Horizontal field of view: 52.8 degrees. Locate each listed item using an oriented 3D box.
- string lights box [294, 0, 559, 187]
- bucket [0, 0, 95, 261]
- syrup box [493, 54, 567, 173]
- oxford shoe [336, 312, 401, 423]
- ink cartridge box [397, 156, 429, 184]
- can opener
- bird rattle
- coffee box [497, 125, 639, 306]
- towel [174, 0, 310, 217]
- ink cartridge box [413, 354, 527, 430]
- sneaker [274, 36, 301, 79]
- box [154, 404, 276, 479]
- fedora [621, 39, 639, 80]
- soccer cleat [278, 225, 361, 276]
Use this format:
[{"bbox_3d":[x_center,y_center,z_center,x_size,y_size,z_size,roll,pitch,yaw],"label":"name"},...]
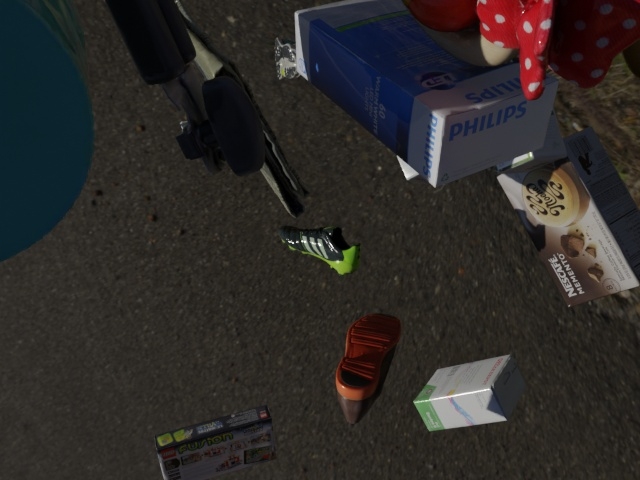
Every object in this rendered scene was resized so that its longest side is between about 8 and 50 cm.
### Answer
[{"bbox_3d":[0.093,-0.168,0.653,0.259,0.134,0.076,50,151,41],"label":"string lights box"},{"bbox_3d":[-0.305,-0.118,0.483,0.281,0.183,0.281,-13,128,-17],"label":"bucket"},{"bbox_3d":[0.348,-0.246,1.156,0.093,0.096,0.236,-24,76,58],"label":"syrup box"},{"bbox_3d":[0.088,0.231,1.221,0.097,0.271,0.098,11,119,19],"label":"oxford shoe"},{"bbox_3d":[0.332,-0.234,1.733,0.209,0.153,0.086,-26,76,29],"label":"ink cartridge box"},{"bbox_3d":[-0.137,-0.188,0.622,0.093,0.074,0.280,-16,121,16],"label":"can opener"},{"bbox_3d":[0.119,-0.211,0.488,0.253,0.207,0.143,43,87,-3],"label":"bird rattle"},{"bbox_3d":[0.497,-0.041,1.234,0.168,0.119,0.297,-34,82,56],"label":"coffee box"},{"bbox_3d":[-0.131,-0.223,1.067,0.056,0.324,0.312,-31,134,-3],"label":"towel"},{"bbox_3d":[0.351,0.357,1.510,0.213,0.154,0.093,-25,95,39],"label":"ink cartridge box"},{"bbox_3d":[-0.057,-0.472,1.688,0.110,0.275,0.106,-8,115,-15],"label":"sneaker"},{"bbox_3d":[-0.187,0.377,1.174,0.207,0.036,0.114,-12,122,-15],"label":"box"},{"bbox_3d":[0.435,-0.252,0.714,0.195,0.079,0.194,-2,120,-3],"label":"fedora"},{"bbox_3d":[0.000,0.000,1.168,0.179,0.060,0.072,26,115,29],"label":"soccer cleat"}]
